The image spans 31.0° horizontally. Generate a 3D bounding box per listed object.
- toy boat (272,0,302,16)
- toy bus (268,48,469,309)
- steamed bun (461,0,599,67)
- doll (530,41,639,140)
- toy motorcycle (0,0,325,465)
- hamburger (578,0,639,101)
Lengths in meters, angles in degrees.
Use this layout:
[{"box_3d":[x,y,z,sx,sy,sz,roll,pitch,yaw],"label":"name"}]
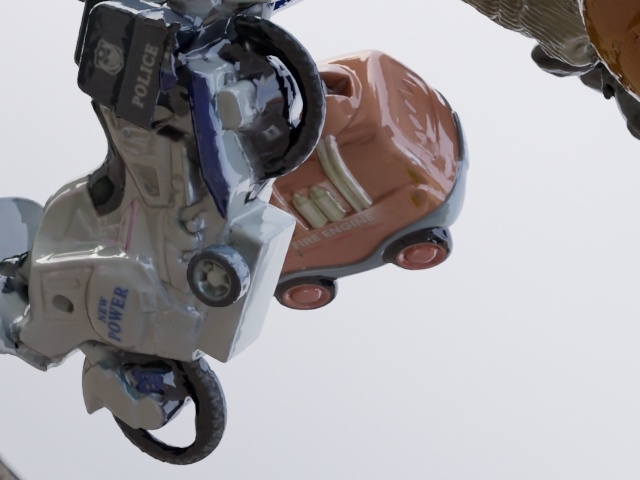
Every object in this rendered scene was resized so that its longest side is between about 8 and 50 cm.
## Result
[{"box_3d":[-0.009,-0.242,0.828,0.088,0.129,0.295,62,-13,-3],"label":"toy boat"},{"box_3d":[-0.003,-0.072,1.148,0.288,0.194,0.232,-18,-32,22],"label":"toy bus"},{"box_3d":[0.232,-0.287,1.139,0.211,0.144,0.218,39,-12,20],"label":"steamed bun"},{"box_3d":[0.428,-0.338,1.415,0.252,0.382,0.378,29,-23,15],"label":"doll"},{"box_3d":[-0.082,-0.016,0.481,0.150,0.102,0.221,29,-61,17],"label":"toy motorcycle"},{"box_3d":[0.309,-0.187,0.788,0.244,0.163,0.244,41,-34,35],"label":"hamburger"}]
